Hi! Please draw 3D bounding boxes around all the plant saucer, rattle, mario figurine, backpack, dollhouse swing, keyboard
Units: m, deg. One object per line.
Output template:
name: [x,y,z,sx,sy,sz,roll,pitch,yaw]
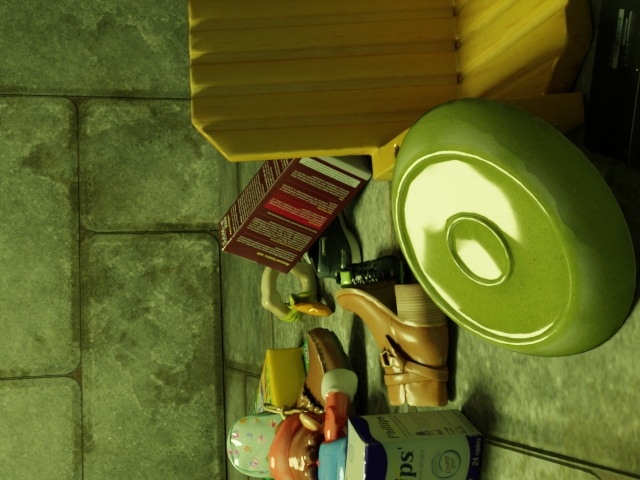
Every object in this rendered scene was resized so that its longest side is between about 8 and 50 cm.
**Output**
plant saucer: [0.140,0.001,0.692,0.241,0.037,0.241,33,140,33]
rattle: [-0.027,0.048,1.578,0.143,0.130,0.200,-35,30,61]
mario figurine: [0.059,0.303,1.173,0.198,0.170,0.320,-58,24,-16]
backpack: [-0.079,0.369,1.538,0.115,0.182,0.152,57,-152,-66]
dollhouse swing: [0.036,-0.250,0.809,0.315,0.304,0.347,153,116,-75]
keyboard: [0.233,-0.145,0.607,0.108,0.023,0.180,-116,27,-73]

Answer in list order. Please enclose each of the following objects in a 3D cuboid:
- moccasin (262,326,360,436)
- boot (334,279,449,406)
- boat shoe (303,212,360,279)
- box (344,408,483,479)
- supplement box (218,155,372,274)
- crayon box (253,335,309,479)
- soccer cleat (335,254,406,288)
moccasin: [-0.019,0.324,1.391,0.139,0.147,0.380,-115,28,-62]
boot: [0.086,0.128,1.046,0.197,0.073,0.152,-5,92,61]
boat shoe: [0.000,0.000,1.431,0.254,0.079,0.095,-116,30,-58]
box: [0.100,0.261,0.927,0.072,0.137,0.126,-137,47,-70]
supplement box: [-0.044,-0.064,1.318,0.239,0.130,0.073,-49,36,28]
crayon box: [-0.074,0.367,1.755,0.323,0.083,0.203,106,158,-49]
soccer cleat: [0.068,0.054,1.173,0.179,0.072,0.060,162,106,-75]
